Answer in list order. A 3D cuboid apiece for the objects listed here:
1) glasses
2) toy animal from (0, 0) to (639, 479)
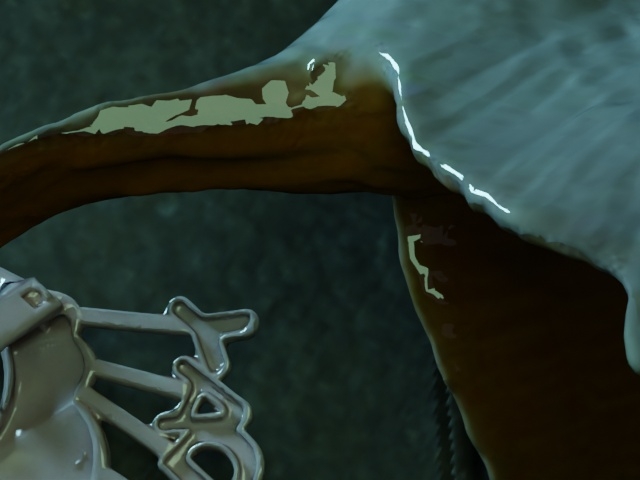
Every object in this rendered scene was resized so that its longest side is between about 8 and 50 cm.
[{"bbox_3d":[-0.124,0.089,0.560,0.255,0.095,0.162,-44,83,-12],"label":"glasses"},{"bbox_3d":[0.006,-0.021,0.541,0.284,0.225,0.302,9,67,1],"label":"toy animal"}]
